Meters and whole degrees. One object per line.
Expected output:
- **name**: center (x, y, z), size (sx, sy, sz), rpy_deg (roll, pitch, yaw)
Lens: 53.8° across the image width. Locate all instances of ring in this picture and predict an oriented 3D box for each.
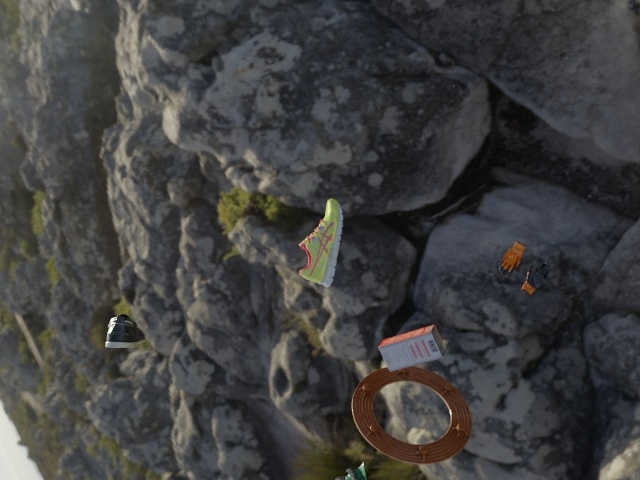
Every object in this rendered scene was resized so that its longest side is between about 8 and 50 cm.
- **ring**: center (0.254, 0.466, 1.744), size (0.336, 0.336, 0.032), rpy_deg (39, 137, 36)

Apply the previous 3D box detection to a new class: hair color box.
- **hair color box**: center (0.217, 0.256, 1.489), size (0.141, 0.043, 0.072), rpy_deg (-21, 97, 28)

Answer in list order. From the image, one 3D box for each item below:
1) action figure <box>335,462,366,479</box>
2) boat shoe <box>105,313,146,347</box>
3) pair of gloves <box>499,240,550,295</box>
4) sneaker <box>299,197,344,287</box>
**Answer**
- **action figure**: center (0.125, 0.801, 1.878), size (0.137, 0.063, 0.232), rpy_deg (-46, 51, 17)
- **boat shoe**: center (-0.473, 0.219, 1.544), size (0.233, 0.084, 0.079), rpy_deg (146, 122, -79)
- **pair of gloves**: center (0.356, 0.048, 1.100), size (0.083, 0.074, 0.010), rpy_deg (39, 159, 8)
- **sneaker**: center (0.000, 0.000, 1.466), size (0.081, 0.094, 0.208), rpy_deg (124, 156, -83)
